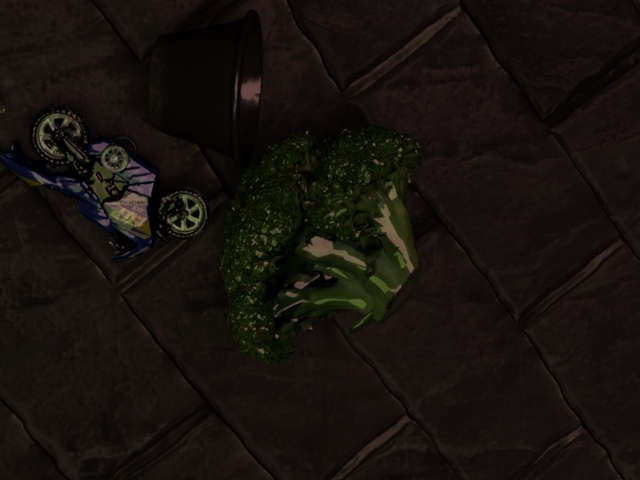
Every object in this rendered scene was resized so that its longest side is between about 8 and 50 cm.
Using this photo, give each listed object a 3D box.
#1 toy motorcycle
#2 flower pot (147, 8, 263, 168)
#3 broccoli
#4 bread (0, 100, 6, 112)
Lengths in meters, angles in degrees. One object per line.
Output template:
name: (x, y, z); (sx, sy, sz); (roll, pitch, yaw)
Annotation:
toy motorcycle: (-0.326, -0.072, 1.642); (0.315, 0.113, 0.169); (34, 100, -9)
flower pot: (-0.173, -0.229, 1.612); (0.148, 0.235, 0.235); (5, 100, 3)
broccoli: (0.003, 0.001, 1.631); (0.310, 0.321, 0.413); (32, 98, -12)
bread: (-0.547, -0.204, 1.579); (0.172, 0.064, 0.232); (-4, 103, -14)
